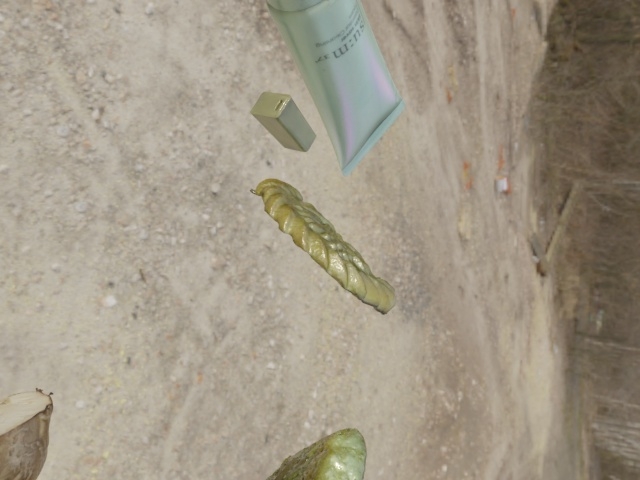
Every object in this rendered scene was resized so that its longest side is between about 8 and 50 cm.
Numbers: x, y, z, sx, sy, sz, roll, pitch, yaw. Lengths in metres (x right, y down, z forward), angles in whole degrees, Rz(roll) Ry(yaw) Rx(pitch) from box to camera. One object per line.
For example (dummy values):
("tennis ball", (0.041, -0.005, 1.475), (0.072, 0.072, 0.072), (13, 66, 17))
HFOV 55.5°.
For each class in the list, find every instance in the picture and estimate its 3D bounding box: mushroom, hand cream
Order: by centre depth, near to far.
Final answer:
("hand cream", (0.012, -0.118, 0.400), (0.078, 0.050, 0.205), (-52, 151, -7))
("mushroom", (-0.523, 0.350, 1.010), (0.286, 0.156, 0.151), (180, -95, -79))

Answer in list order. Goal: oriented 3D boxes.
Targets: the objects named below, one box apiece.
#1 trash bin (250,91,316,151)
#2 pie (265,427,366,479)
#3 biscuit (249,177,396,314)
("trash bin", (-0.053, -0.176, 0.921), (0.043, 0.061, 0.092), (-59, 139, -15))
("pie", (-0.046, 0.329, 0.721), (0.079, 0.277, 0.277), (40, 43, -5))
("biscuit", (0.000, 0.000, 0.869), (0.036, 0.273, 0.187), (-47, 166, 11))
